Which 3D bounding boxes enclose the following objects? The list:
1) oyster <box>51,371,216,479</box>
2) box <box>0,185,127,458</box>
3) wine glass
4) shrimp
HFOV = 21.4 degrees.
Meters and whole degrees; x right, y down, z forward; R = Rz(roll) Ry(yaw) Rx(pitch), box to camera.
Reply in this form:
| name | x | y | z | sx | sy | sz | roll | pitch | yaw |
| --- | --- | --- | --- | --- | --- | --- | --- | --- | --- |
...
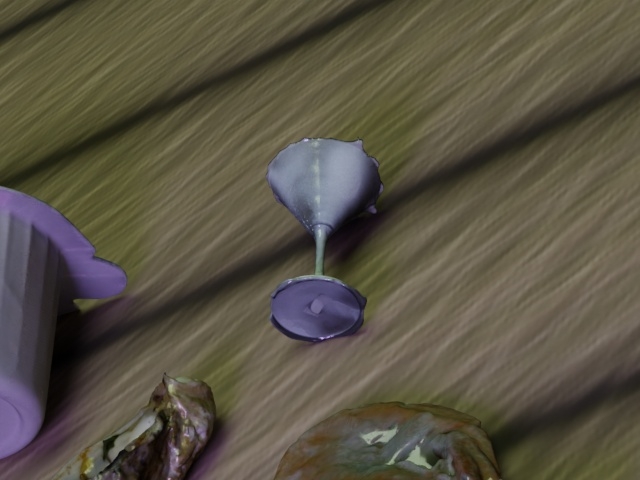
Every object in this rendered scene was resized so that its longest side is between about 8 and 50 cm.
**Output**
| name | x | y | z | sx | sy | sz | roll | pitch | yaw |
| --- | --- | --- | --- | --- | --- | --- | --- | --- | --- |
| oyster | -0.225 | 0.233 | 1.529 | 0.294 | 0.094 | 0.166 | -29 | 16 | 16 |
| box | -0.338 | 0.102 | 1.667 | 0.262 | 0.291 | 0.206 | 128 | 148 | -47 |
| wine glass | 0.000 | 0.000 | 1.622 | 0.122 | 0.122 | 0.183 | -15 | 42 | 18 |
| shrimp | 0.093 | 0.191 | 1.363 | 0.317 | 0.077 | 0.168 | 1 | 42 | 38 |
